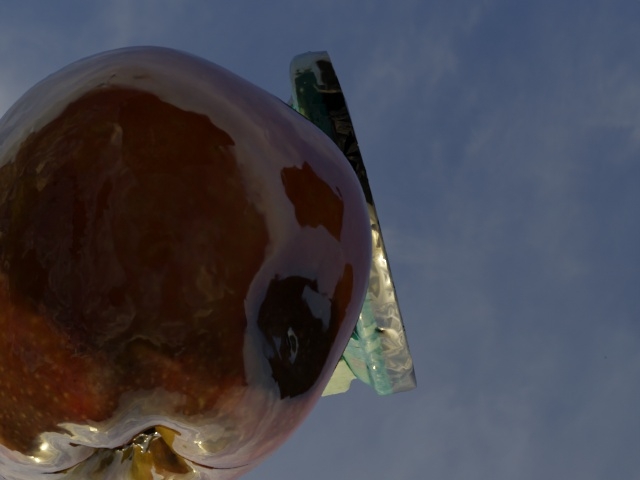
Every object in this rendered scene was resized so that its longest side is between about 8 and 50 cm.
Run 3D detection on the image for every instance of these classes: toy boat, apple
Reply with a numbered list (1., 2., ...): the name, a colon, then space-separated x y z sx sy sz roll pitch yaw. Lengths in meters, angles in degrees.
1. toy boat: 0.000 0.000 0.742 0.092 0.298 0.134 -15 -141 3
2. apple: -0.087 0.027 0.491 0.230 0.230 0.229 -2 -97 16
